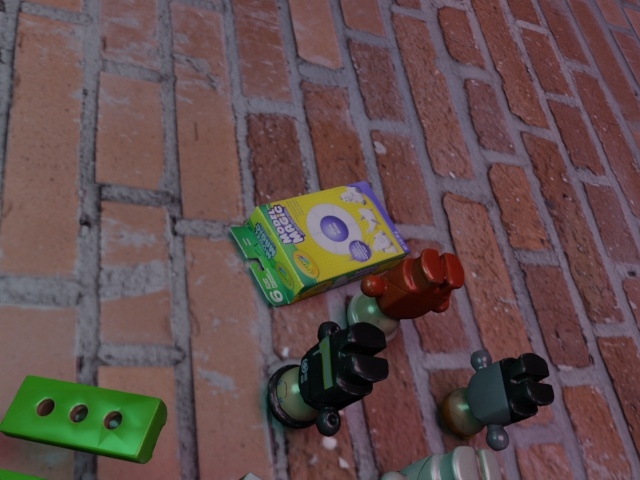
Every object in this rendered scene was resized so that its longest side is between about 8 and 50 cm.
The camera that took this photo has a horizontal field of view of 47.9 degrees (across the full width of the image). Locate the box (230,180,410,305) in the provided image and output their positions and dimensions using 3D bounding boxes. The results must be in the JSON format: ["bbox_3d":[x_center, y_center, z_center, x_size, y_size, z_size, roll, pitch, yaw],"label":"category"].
[{"bbox_3d":[0.000,0.000,0.778,0.179,0.043,0.105,-18,68,-35],"label":"box"}]

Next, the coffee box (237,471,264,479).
[{"bbox_3d":[-0.050,0.285,0.414,0.141,0.098,0.246,34,50,-8],"label":"coffee box"}]

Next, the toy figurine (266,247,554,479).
[{"bbox_3d":[0.083,0.139,0.667,0.209,0.148,0.213,48,46,0],"label":"toy figurine"}]

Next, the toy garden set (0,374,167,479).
[{"bbox_3d":[-0.228,0.206,0.461,0.204,0.049,0.244,6,54,16],"label":"toy garden set"}]
